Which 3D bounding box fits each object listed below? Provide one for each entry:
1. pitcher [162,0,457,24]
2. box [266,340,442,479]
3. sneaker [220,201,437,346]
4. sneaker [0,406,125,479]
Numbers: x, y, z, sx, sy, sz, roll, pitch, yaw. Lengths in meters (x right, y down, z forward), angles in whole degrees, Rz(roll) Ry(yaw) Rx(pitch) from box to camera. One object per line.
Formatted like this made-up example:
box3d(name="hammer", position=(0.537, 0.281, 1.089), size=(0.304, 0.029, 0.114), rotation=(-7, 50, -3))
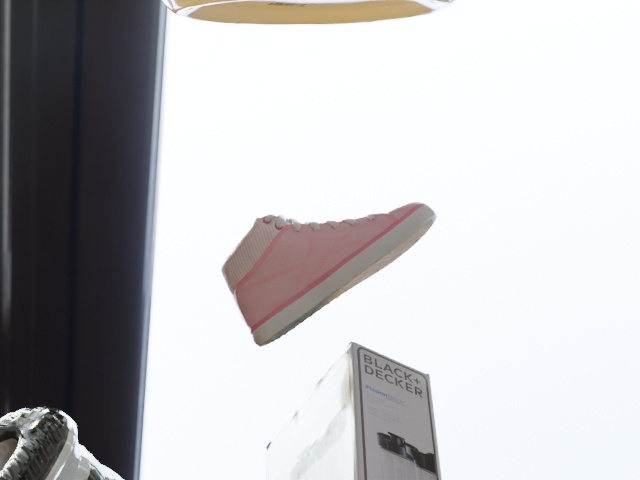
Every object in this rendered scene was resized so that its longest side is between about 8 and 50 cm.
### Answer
box3d(name="pitcher", position=(0.020, -0.170, 0.364), size=(0.178, 0.207, 0.125), rotation=(-2, -176, -17))
box3d(name="box", position=(0.026, 0.247, 1.054), size=(0.087, 0.169, 0.290), rotation=(23, -147, -19))
box3d(name="sneaker", position=(0.000, 0.000, 0.756), size=(0.070, 0.134, 0.051), rotation=(56, -179, 12))
box3d(name="sneaker", position=(-0.238, 0.354, 0.806), size=(0.447, 0.257, 0.169), rotation=(-50, -151, -20))
